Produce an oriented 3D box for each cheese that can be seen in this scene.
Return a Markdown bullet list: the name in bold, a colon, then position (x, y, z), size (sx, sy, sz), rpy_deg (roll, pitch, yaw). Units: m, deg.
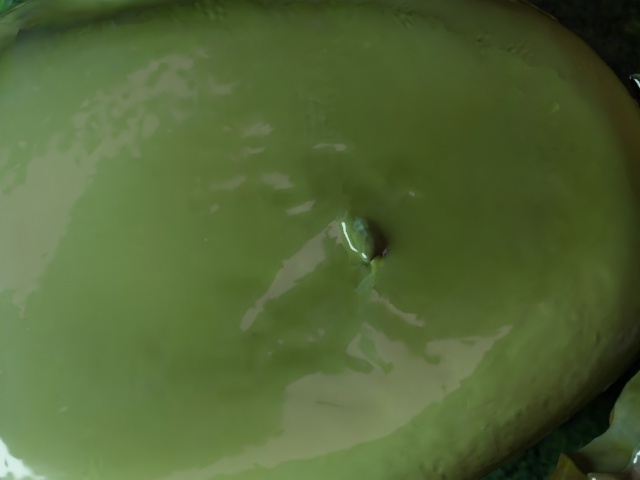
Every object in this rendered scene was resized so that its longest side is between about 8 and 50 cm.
- **cheese**: position (0.000, 0.000, 0.497), size (0.315, 0.128, 0.260), rpy_deg (-8, 84, -4)

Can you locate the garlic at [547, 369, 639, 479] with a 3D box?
- **garlic**: position (0.180, 0.084, 0.413), size (0.191, 0.160, 0.214), rpy_deg (25, 83, -43)
